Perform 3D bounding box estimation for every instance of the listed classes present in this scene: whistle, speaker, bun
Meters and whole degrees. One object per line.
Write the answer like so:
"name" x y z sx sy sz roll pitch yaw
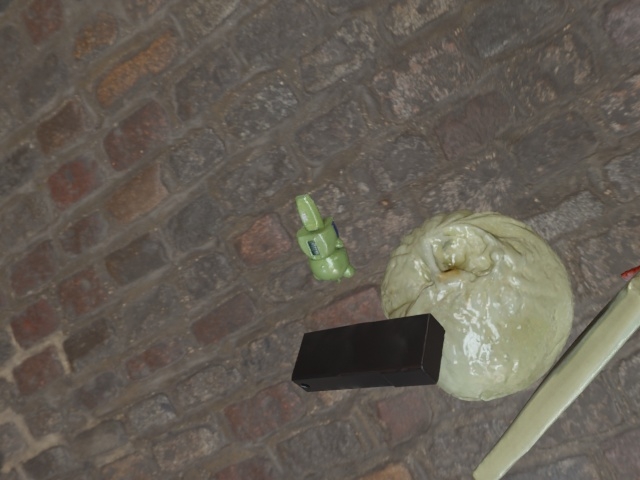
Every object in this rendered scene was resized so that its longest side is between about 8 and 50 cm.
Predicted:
"whistle" 0.000 0.000 1.264 0.105 0.085 0.227 -9 116 31
"speaker" 0.060 0.158 0.785 0.218 0.082 0.044 -17 133 38
"bun" 0.269 0.099 1.045 0.348 0.227 0.353 11 67 28

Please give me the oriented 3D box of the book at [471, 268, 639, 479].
"book" 0.243 0.096 0.520 0.026 0.289 0.201 41 118 24

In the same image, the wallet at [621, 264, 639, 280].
"wallet" 0.531 0.030 0.809 0.103 0.196 0.020 7 72 -10
